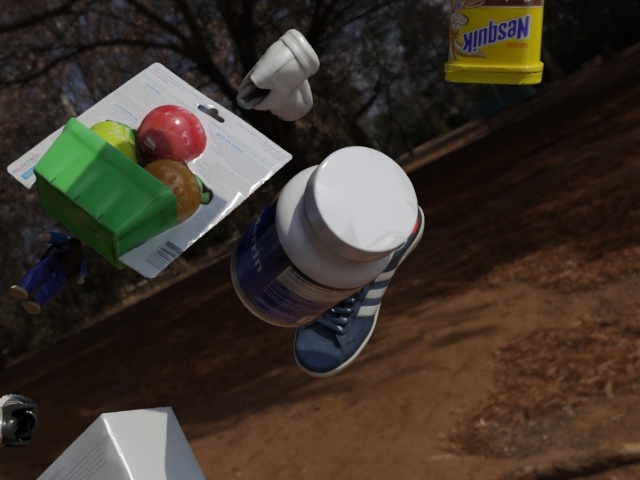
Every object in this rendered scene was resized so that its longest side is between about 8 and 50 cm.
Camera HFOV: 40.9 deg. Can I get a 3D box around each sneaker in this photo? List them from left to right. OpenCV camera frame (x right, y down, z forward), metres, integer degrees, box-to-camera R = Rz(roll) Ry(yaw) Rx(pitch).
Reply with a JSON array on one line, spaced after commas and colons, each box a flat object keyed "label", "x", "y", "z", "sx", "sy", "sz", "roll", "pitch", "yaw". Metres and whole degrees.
[{"label": "sneaker", "x": -0.409, "y": 0.245, "z": 1.151, "sx": 0.074, "sy": 0.063, "sz": 0.170, "roll": 5, "pitch": -5, "yaw": 5}, {"label": "sneaker", "x": -0.063, "y": -0.187, "z": 1.062, "sx": 0.094, "sy": 0.080, "sz": 0.212, "roll": -38, "pitch": -6, "yaw": -10}, {"label": "sneaker", "x": 0.052, "y": 0.055, "z": 1.414, "sx": 0.350, "sy": 0.131, "sz": 0.148, "roll": -62, "pitch": -20, "yaw": -14}]

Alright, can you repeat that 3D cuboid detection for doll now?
[{"label": "doll", "x": -0.478, "y": 0.040, "z": 1.556, "sx": 0.046, "sy": 0.129, "sz": 0.189, "roll": -2, "pitch": 40, "yaw": 37}]

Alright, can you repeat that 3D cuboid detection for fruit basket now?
[{"label": "fruit basket", "x": -0.279, "y": -0.124, "z": 1.437, "sx": 0.353, "sy": 0.327, "sz": 0.165, "roll": -43, "pitch": -19, "yaw": -37}]

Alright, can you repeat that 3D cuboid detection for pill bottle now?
[{"label": "pill bottle", "x": 0.000, "y": 0.000, "z": 1.031, "sx": 0.153, "sy": 0.153, "sz": 0.264, "roll": -27, "pitch": -8, "yaw": -31}]

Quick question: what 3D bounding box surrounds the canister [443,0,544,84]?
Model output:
[{"label": "canister", "x": 0.225, "y": -0.291, "z": 1.102, "sx": 0.126, "sy": 0.170, "sz": 0.073, "roll": 5, "pitch": 19, "yaw": 18}]

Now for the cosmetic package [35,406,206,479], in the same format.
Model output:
[{"label": "cosmetic package", "x": -0.270, "y": 0.386, "z": 1.183, "sx": 0.224, "sy": 0.225, "sz": 0.138, "roll": -44, "pitch": -26, "yaw": 24}]
